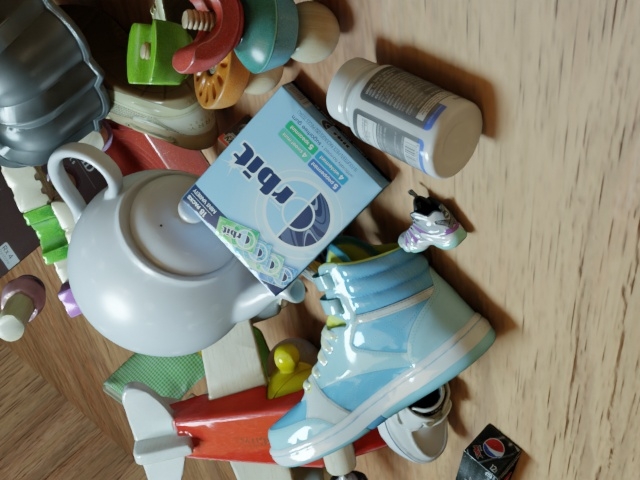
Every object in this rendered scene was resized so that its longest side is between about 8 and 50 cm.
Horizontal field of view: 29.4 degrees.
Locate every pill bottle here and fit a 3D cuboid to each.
[{"bbox_3d":[0.076,-0.118,1.139,0.137,0.078,0.078,31,153,33],"label":"pill bottle"}]

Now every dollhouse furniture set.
[{"bbox_3d":[-0.245,0.208,2.075,0.301,0.197,0.151,26,151,39],"label":"dollhouse furniture set"}]

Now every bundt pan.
[{"bbox_3d":[-0.419,-0.212,1.461,0.331,0.124,0.331,29,153,16],"label":"bundt pan"}]

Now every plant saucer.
[{"bbox_3d":[-0.236,-0.100,1.757,0.259,0.048,0.258,9,137,55],"label":"plant saucer"}]

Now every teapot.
[{"bbox_3d":[-0.183,0.003,1.472,0.187,0.256,0.252,122,136,-54],"label":"teapot"}]

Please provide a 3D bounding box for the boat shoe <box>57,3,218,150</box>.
[{"bbox_3d":[-0.268,-0.202,1.549,0.341,0.121,0.110,29,150,34],"label":"boat shoe"}]

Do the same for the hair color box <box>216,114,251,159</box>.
[{"bbox_3d":[-0.083,-0.072,1.524,0.093,0.053,0.167,42,156,14],"label":"hair color box"}]

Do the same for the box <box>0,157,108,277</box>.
[{"bbox_3d":[-0.535,-0.055,1.922,0.143,0.381,0.191,14,141,49],"label":"box"}]

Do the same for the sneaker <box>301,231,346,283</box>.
[{"bbox_3d":[0.000,0.000,1.468,0.084,0.083,0.215,29,163,45],"label":"sneaker"}]

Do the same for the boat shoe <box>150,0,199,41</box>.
[{"bbox_3d":[-0.169,-0.254,1.383,0.045,0.050,0.135,28,151,27],"label":"boat shoe"}]

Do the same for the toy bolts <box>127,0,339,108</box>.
[{"bbox_3d":[-0.081,-0.236,1.218,0.228,0.158,0.218,-158,73,-63],"label":"toy bolts"}]

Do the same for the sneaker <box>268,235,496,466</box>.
[{"bbox_3d":[0.025,0.115,1.423,0.208,0.319,0.127,54,-159,0],"label":"sneaker"}]

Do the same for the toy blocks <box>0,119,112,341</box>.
[{"bbox_3d":[-0.368,-0.051,1.796,0.260,0.309,0.288,-98,-13,-71],"label":"toy blocks"}]

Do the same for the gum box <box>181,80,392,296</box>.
[{"bbox_3d":[-0.040,-0.056,1.347,0.157,0.041,0.184,46,115,3],"label":"gum box"}]

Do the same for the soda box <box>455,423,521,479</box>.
[{"bbox_3d":[0.218,0.309,1.616,0.060,0.053,0.169,39,155,20],"label":"soda box"}]

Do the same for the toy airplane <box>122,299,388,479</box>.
[{"bbox_3d":[-0.087,0.239,1.760,0.384,0.272,0.386,35,124,-3],"label":"toy airplane"}]

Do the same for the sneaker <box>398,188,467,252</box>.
[{"bbox_3d":[0.107,-0.024,1.296,0.098,0.038,0.069,-8,120,52],"label":"sneaker"}]

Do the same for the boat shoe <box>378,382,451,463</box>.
[{"bbox_3d":[0.125,0.196,1.555,0.088,0.096,0.267,28,143,47],"label":"boat shoe"}]
